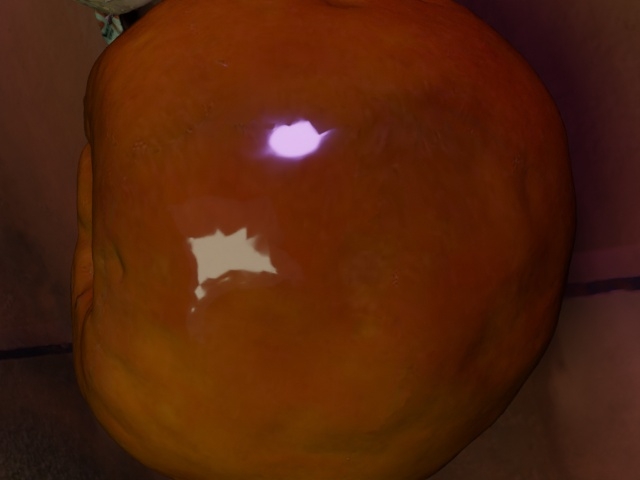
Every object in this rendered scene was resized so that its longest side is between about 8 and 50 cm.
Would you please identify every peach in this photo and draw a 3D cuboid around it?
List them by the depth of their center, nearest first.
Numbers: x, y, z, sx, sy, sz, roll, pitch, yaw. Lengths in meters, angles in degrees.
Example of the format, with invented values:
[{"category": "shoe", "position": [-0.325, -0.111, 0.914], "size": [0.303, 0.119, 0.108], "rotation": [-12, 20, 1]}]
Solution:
[{"category": "peach", "position": [0.000, 0.000, 0.777], "size": [0.301, 0.343, 0.343], "rotation": [1, 127, -17]}]

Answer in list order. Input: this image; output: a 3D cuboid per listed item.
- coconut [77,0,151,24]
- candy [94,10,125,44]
[{"category": "coconut", "position": [-0.129, -0.280, 0.744], "size": [0.245, 0.245, 0.247], "rotation": [-15, 112, 39]}, {"category": "candy", "position": [-0.138, -0.120, 0.968], "size": [0.053, 0.046, 0.182], "rotation": [-12, 110, 40]}]
